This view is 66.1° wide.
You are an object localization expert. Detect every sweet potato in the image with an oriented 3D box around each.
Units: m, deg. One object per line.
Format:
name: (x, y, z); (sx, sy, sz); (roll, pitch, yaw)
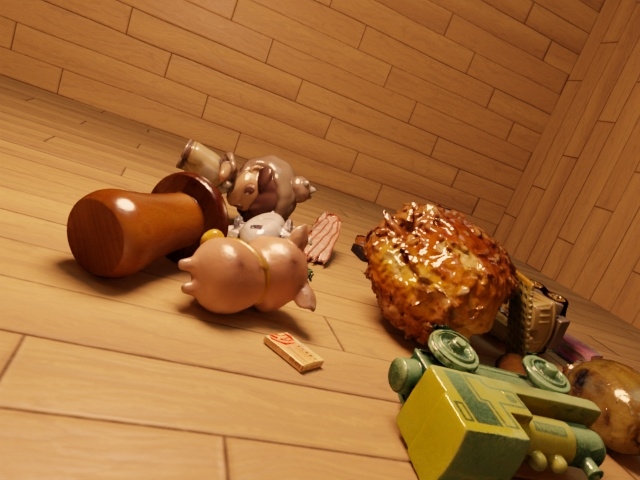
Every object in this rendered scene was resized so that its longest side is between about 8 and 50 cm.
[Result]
sweet potato: (0.411, 0.295, 0.976); (0.108, 0.079, 0.346); (31, 14, -13)

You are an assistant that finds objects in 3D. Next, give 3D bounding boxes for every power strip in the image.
power strip: (0.141, 0.042, 1.690); (0.038, 0.029, 0.111); (16, 14, -24)

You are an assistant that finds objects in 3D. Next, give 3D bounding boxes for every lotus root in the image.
lotus root: (0.573, 0.313, 0.987); (0.154, 0.154, 0.278); (20, 10, -7)

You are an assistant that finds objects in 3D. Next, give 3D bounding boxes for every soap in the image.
soap: (0.750, 0.328, 1.442); (0.100, 0.056, 0.149); (11, 16, -30)

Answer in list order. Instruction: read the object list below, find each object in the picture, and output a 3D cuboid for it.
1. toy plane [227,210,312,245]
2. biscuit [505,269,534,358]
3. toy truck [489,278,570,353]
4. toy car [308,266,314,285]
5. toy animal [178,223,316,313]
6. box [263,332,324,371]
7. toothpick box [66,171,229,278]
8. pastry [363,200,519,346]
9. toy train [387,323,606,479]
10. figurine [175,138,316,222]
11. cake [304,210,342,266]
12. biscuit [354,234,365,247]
toy plane: (-0.142, -0.010, 1.271); (0.244, 0.117, 0.245); (4, 14, -1)
biscuit: (0.471, 0.194, 1.170); (0.016, 0.231, 0.139); (0, 12, 2)
toy truck: (0.506, 0.169, 1.443); (0.254, 0.181, 0.405); (4, 23, -33)
toy car: (-0.073, 0.071, 1.132); (0.143, 0.073, 0.054); (32, -1, 41)
toy animal: (-0.136, 0.058, 0.897); (0.248, 0.165, 0.149); (-4, 0, -32)
box: (-0.045, 0.185, 0.824); (0.093, 0.015, 0.058); (30, 14, 33)
toothpick box: (-0.306, -0.028, 0.925); (0.192, 0.192, 0.294); (25, 19, 17)
pastry: (0.266, 0.068, 1.150); (0.337, 0.292, 0.405); (52, 31, 13)
toy train: (0.284, 0.269, 0.747); (0.369, 0.150, 0.237); (17, 22, -20)
figurine: (-0.222, -0.164, 1.415); (0.380, 0.248, 0.203); (24, 40, -21)
cake: (-0.006, -0.004, 1.483); (0.098, 0.135, 0.287); (35, 21, -5)
biscuit: (0.207, 0.032, 1.839); (0.183, 0.043, 0.280); (19, 15, -26)
